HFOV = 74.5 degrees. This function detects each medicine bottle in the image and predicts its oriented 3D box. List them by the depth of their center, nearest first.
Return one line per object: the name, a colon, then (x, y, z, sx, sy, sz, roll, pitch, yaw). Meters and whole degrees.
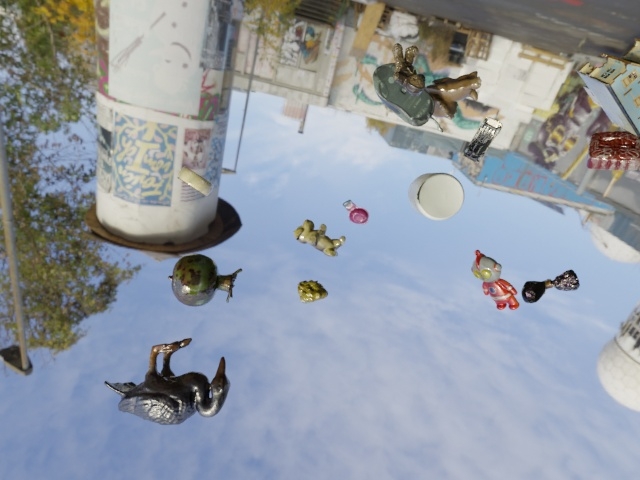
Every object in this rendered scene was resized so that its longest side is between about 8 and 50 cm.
medicine bottle: (0.356, -0.146, 1.341, 0.143, 0.144, 0.258, 15, -170, 0)

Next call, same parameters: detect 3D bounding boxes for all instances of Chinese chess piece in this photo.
Chinese chess piece: (-0.422, -0.199, 1.425, 0.122, 0.051, 0.122, 34, 176, 3)

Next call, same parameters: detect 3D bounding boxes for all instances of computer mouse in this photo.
computer mouse: (0.363, -0.570, 1.741, 0.379, 0.167, 0.090, 41, 175, -10)

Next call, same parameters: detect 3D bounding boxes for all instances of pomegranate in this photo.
pomegranate: (-0.316, 0.110, 1.130, 0.169, 0.148, 0.148, 27, -162, -27)

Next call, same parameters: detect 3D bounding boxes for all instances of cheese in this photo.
cheese: (0.158, -0.123, 1.874, 0.145, 0.095, 0.038, 45, -151, -25)

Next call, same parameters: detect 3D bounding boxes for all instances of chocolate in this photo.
chocolate: (0.617, 0.123, 1.142, 0.147, 0.070, 0.072, -13, -160, 0)

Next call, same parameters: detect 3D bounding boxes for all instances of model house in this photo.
model house: (0.870, -0.448, 1.144, 0.271, 0.206, 0.178, 34, -154, -25)

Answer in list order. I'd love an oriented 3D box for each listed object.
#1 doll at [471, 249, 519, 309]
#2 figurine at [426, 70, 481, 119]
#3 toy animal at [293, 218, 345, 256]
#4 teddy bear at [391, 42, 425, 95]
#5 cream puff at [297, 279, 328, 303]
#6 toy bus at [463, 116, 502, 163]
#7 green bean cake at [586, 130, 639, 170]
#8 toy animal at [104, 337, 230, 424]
doll: (0.601, 0.137, 1.470, 0.076, 0.245, 0.142, -40, -169, -27)
figurine: (0.582, -0.626, 1.867, 0.247, 0.173, 0.177, -8, -148, 19)
toy animal: (-0.005, -0.008, 1.882, 0.233, 0.121, 0.169, 31, 162, -3)
teddy bear: (0.256, -0.499, 1.253, 0.119, 0.078, 0.161, -5, -107, -30)
cream puff: (-0.042, 0.248, 2.100, 0.146, 0.116, 0.146, -19, 174, -2)
toy bus: (0.596, -0.369, 1.538, 0.069, 0.162, 0.074, 35, -145, 15)
green bean cake: (0.874, -0.269, 1.251, 0.135, 0.056, 0.136, 9, -126, 28)
toy animal: (-0.346, 0.328, 0.960, 0.298, 0.186, 0.122, -18, 167, 6)
